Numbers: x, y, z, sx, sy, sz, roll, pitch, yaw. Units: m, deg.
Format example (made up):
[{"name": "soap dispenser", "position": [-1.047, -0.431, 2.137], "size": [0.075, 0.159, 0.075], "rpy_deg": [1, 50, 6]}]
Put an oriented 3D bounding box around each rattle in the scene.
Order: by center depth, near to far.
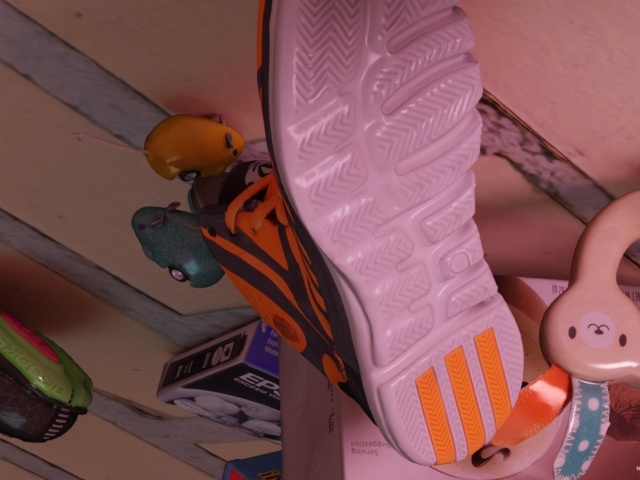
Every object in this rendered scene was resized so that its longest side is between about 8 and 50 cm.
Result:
[{"name": "rattle", "position": [0.183, 0.036, 1.063], "size": [0.130, 0.200, 0.143], "rpy_deg": [60, 158, -2]}]

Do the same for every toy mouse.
[{"name": "toy mouse", "position": [-0.049, -0.015, 1.153], "size": [0.161, 0.143, 0.031], "rpy_deg": [-5, 151, -24]}]

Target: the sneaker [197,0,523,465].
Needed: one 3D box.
[{"name": "sneaker", "position": [-0.005, -0.037, 1.036], "size": [0.180, 0.125, 0.321], "rpy_deg": [29, 139, 48]}]

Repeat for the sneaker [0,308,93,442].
[{"name": "sneaker", "position": [-0.385, 0.136, 1.580], "size": [0.483, 0.202, 0.185], "rpy_deg": [-2, 154, 31]}]

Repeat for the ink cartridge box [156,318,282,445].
[{"name": "ink cartridge box", "position": [0.008, 0.122, 1.553], "size": [0.206, 0.045, 0.208], "rpy_deg": [23, 154, -24]}]

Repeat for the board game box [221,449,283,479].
[{"name": "board game box", "position": [0.135, 0.231, 1.337], "size": [0.302, 0.086, 0.308], "rpy_deg": [-8, -150, -41]}]

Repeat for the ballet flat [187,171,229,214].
[{"name": "ballet flat", "position": [0.000, 0.000, 1.263], "size": [0.068, 0.072, 0.213], "rpy_deg": [-30, 141, 20]}]

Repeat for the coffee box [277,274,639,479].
[{"name": "coffee box", "position": [0.132, 0.118, 1.234], "size": [0.297, 0.168, 0.119], "rpy_deg": [5, 157, -18]}]
